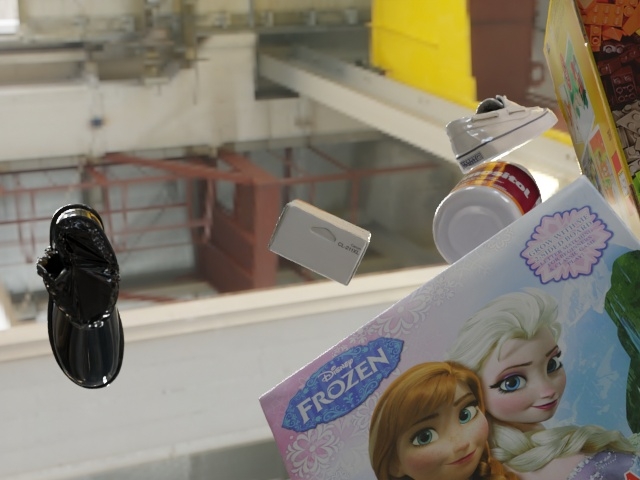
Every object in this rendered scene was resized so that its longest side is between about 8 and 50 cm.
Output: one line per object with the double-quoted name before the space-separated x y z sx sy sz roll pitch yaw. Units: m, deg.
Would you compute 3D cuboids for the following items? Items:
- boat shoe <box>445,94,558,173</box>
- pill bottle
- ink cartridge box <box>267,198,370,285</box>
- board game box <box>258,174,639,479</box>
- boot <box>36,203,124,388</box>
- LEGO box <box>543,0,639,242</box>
"boat shoe" 0.267 -0.172 1.801 0.095 0.258 0.084 -30 -92 34
"pill bottle" 0.164 -0.028 1.172 0.086 0.152 0.086 6 -72 17
"ink cartridge box" 0.000 0.000 1.761 0.175 0.127 0.072 -50 166 -84
"board game box" 0.140 0.149 0.874 0.066 0.319 0.318 48 9 -43
"boot" -0.283 0.081 1.462 0.207 0.094 0.246 -140 -134 -76
"LEGO box" 0.409 -0.136 1.434 0.500 0.193 0.372 20 54 -81
